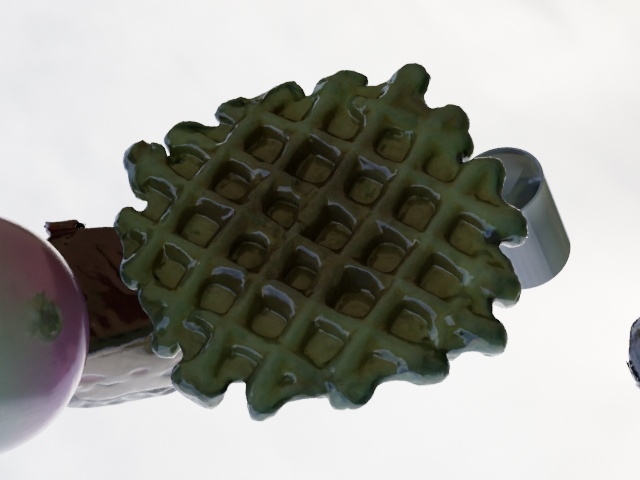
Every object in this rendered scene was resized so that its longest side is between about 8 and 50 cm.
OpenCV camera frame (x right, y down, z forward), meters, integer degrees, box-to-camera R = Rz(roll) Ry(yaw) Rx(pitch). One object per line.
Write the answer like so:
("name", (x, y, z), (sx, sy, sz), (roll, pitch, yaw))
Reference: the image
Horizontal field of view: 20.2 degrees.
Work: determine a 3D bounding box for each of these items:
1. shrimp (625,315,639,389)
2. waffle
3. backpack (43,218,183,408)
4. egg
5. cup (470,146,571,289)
("shrimp", (0.217, 0.052, 0.902), (0.190, 0.075, 0.073), (-10, -107, -39))
("waffle", (0.000, 0.000, 1.382), (0.309, 0.056, 0.291), (-15, -119, -9))
("backpack", (-0.181, 0.069, 1.556), (0.229, 0.229, 0.138), (8, -117, -50))
("egg", (-0.296, 0.072, 1.344), (0.196, 0.271, 0.196), (-5, -84, -60))
("cup", (0.193, -0.031, 1.921), (0.136, 0.099, 0.133), (39, 166, 41))
